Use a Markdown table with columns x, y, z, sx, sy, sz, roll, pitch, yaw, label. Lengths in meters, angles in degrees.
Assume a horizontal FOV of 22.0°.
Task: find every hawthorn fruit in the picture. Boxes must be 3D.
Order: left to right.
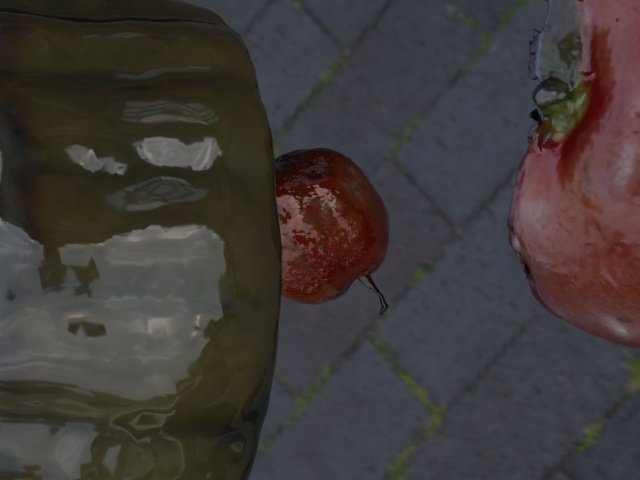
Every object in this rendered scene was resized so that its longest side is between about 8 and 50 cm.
| x | y | z | sx | sy | sz | roll | pitch | yaw | label |
| --- | --- | --- | --- | --- | --- | --- | --- | --- | --- |
| 0.000 | 0.000 | 1.645 | 0.157 | 0.157 | 0.194 | -42 | 98 | 18 | hawthorn fruit |

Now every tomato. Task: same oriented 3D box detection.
| x | y | z | sx | sy | sz | roll | pitch | yaw | label |
| --- | --- | --- | --- | --- | --- | --- | --- | --- | --- |
| 0.299 | -0.073 | 1.190 | 0.176 | 0.290 | 0.334 | 21 | 102 | 50 | tomato |

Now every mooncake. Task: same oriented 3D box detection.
| x | y | z | sx | sy | sz | roll | pitch | yaw | label |
| --- | --- | --- | --- | --- | --- | --- | --- | --- | --- |
| -0.136 | 0.021 | 0.783 | 0.290 | 0.161 | 0.290 | -175 | 90 | -65 | mooncake |
